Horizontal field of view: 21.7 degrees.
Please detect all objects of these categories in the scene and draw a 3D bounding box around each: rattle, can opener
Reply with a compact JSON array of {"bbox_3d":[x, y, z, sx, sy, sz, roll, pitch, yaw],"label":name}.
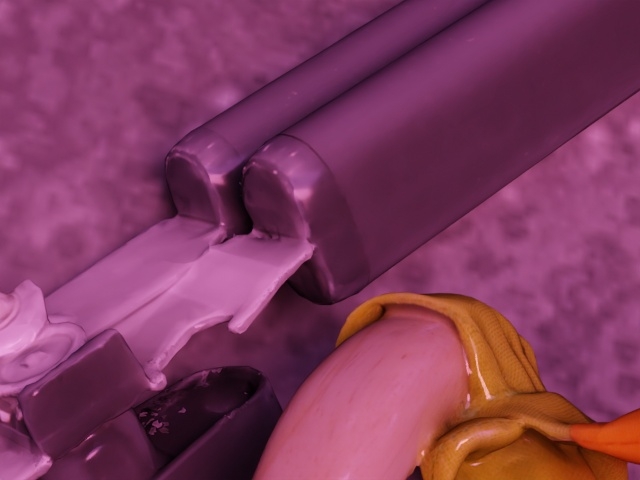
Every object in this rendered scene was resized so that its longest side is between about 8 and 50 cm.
[{"bbox_3d":[0.041,0.115,0.349,0.143,0.130,0.199,16,58,15],"label":"rattle"},{"bbox_3d":[0.000,0.000,0.438,0.280,0.074,0.093,-39,119,-25],"label":"can opener"}]
